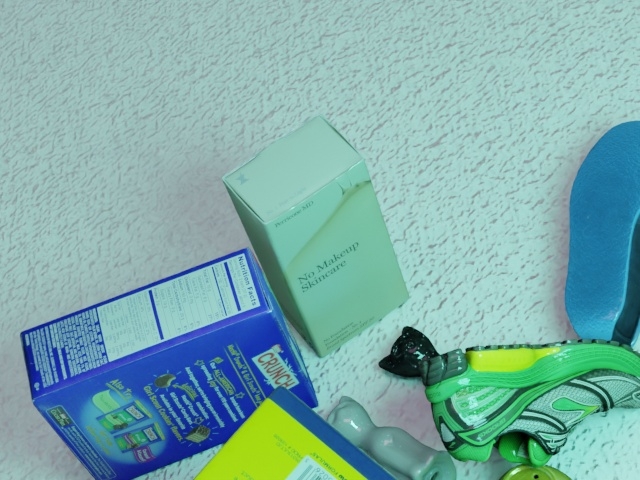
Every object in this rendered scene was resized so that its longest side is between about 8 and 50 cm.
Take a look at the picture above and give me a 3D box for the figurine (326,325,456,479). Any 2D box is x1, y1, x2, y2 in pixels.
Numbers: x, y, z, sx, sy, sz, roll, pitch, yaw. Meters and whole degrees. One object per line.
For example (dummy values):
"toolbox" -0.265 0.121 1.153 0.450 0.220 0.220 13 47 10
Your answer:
"figurine" 0.117 0.222 1.936 0.215 0.092 0.209 -45 46 -17

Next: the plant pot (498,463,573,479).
"plant pot" 0.256 0.320 1.801 0.134 0.095 0.134 -9 51 12

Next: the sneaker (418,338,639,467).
"sneaker" 0.265 0.199 1.810 0.344 0.134 0.146 -2 79 -33

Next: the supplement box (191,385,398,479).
"supplement box" -0.097 0.365 1.598 0.195 0.194 0.356 39 57 8

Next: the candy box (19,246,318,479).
"candy box" -0.188 0.169 1.944 0.317 0.268 0.122 -20 54 1

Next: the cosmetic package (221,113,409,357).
"cosmetic package" 0.000 0.000 1.988 0.160 0.309 0.113 -35 52 -10

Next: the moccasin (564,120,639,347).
"moccasin" 0.390 0.001 1.998 0.138 0.117 0.342 3 58 34
